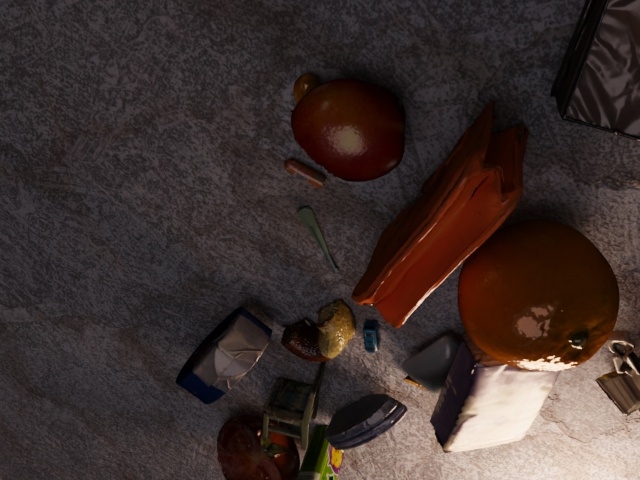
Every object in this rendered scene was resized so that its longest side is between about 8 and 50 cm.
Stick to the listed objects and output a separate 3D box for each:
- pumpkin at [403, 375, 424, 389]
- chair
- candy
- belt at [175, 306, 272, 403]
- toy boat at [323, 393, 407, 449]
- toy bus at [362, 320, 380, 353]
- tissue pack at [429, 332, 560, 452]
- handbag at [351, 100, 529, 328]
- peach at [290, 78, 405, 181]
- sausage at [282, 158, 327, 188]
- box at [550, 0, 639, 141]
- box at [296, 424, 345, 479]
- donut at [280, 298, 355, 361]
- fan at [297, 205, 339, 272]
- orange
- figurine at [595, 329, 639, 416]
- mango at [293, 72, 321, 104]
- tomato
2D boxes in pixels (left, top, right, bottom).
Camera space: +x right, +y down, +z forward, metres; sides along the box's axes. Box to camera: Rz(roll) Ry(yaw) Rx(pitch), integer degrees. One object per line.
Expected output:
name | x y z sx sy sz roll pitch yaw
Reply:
pumpkin | 0.265 0.379 1.649 0.083 0.028 0.050 34 160 -16
chair | -0.080 0.458 1.762 0.147 0.136 0.270 13 129 8
candy | 0.310 0.320 1.565 0.138 0.071 0.174 38 127 -14
belt | -0.272 0.319 1.682 0.117 0.212 0.347 40 132 -9
toy boat | 0.128 0.508 1.734 0.078 0.127 0.283 46 128 -8
toy bus | 0.132 0.251 1.594 0.038 0.046 0.083 4 125 17
tissue pack | 0.418 0.361 1.476 0.242 0.125 0.343 -4 129 -15
handbag | 0.226 -0.045 1.183 0.116 0.303 0.410 33 127 -4
peach | 0.052 -0.211 1.197 0.226 0.189 0.196 4 171 8
sausage | -0.038 -0.152 1.369 0.107 0.031 0.031 29 129 -3
box | 0.505 -0.304 0.991 0.188 0.153 0.252 17 127 6
box | -0.019 0.720 1.797 0.097 0.345 0.134 -11 121 24
donut | 0.002 0.252 1.616 0.141 0.085 0.217 44 125 -14
fan | 0.000 0.000 1.476 0.038 0.016 0.193 -16 118 26
orange | 0.432 0.113 1.229 0.312 0.312 0.312 10 127 13
figurine | 0.765 0.282 1.336 0.309 0.143 0.308 1 138 1
mango | -0.026 -0.296 1.250 0.060 0.046 0.089 7 131 14
tomato | -0.176 0.678 1.941 0.309 0.170 0.309 11 105 44
